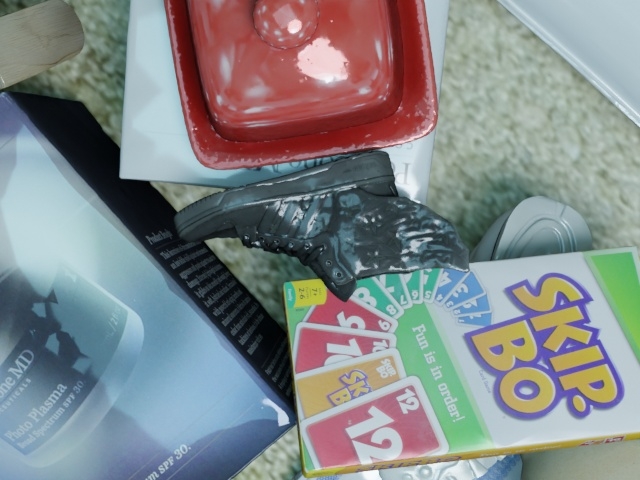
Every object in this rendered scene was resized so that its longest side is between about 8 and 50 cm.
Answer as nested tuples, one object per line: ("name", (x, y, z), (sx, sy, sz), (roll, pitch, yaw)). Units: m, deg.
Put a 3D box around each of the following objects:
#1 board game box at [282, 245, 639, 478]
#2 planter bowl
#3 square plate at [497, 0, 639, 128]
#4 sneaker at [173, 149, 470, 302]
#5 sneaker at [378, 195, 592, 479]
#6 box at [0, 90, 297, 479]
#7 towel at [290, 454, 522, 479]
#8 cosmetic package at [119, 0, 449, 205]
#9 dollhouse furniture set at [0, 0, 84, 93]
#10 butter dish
("board game box", (0.111, 0.075, 0.651), (0.260, 0.039, 0.124), (-5, 70, -6))
("planter bowl", (0.206, 0.167, 0.708), (0.162, 0.162, 0.109), (-30, 66, 7))
("square plate", (0.340, -0.217, 0.735), (0.344, 0.049, 0.347), (43, 97, 0))
("sneaker", (0.000, 0.000, 0.626), (0.170, 0.051, 0.089), (-16, 86, 1))
("sneaker", (0.112, 0.079, 0.728), (0.090, 0.095, 0.235), (36, 78, -8))
("box", (-0.210, 0.097, 0.742), (0.296, 0.183, 0.294), (-42, 90, 6))
("towel", (0.136, 0.211, 0.802), (0.285, 0.034, 0.209), (38, 98, -1))
("cosmetic package", (-0.011, -0.223, 0.706), (0.217, 0.156, 0.384), (4, 95, 2))
("dollhouse furniture set", (-0.291, -0.213, 0.729), (0.212, 0.161, 0.242), (-10, 110, 32))
("butter dish", (-0.016, -0.125, 0.582), (0.160, 0.118, 0.160), (-8, 96, 4))
